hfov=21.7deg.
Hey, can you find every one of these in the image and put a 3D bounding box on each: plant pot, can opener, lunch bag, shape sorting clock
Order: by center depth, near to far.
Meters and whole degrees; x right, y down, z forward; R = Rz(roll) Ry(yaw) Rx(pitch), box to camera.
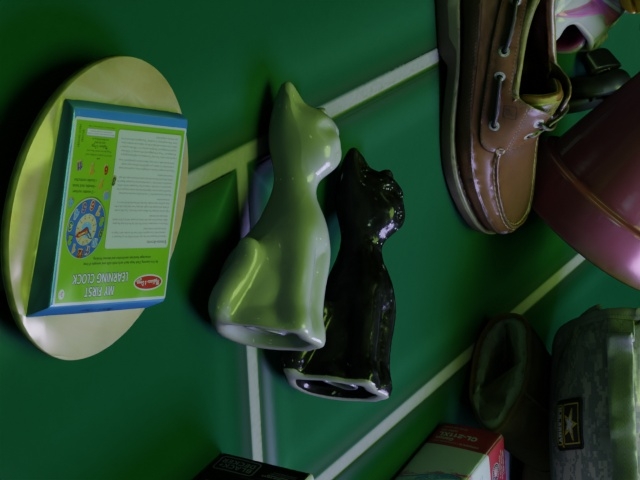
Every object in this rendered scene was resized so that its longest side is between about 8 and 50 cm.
[{"bbox_3d":[-0.148,-0.021,1.110,0.206,0.040,0.206,-33,127,-58],"label":"shape sorting clock"},{"bbox_3d":[0.334,-0.075,1.728,0.180,0.201,0.201,-52,157,19],"label":"plant pot"},{"bbox_3d":[0.326,0.199,1.738,0.287,0.168,0.235,28,61,-67],"label":"lunch bag"},{"bbox_3d":[0.292,-0.165,1.853,0.186,0.073,0.059,-24,158,-53],"label":"can opener"}]

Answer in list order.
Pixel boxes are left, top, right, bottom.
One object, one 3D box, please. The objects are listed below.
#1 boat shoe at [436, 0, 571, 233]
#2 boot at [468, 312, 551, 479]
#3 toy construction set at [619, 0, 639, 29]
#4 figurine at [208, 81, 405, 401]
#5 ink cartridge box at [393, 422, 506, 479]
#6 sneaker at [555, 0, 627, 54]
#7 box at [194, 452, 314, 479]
[{"bbox_3d":[0.181,-0.132,1.598,0.111,0.104,0.307,-49,139,-43],"label":"boat shoe"},{"bbox_3d":[0.225,0.234,1.815,0.269,0.089,0.236,45,47,-57],"label":"boot"},{"bbox_3d":[0.404,-0.250,1.678,0.309,0.257,0.237,-61,152,-51],"label":"toy construction set"},{"bbox_3d":[0.000,0.000,1.352,0.215,0.092,0.209,42,54,-56],"label":"figurine"},{"bbox_3d":[0.117,0.280,1.641,0.175,0.072,0.127,-40,132,-49],"label":"ink cartridge box"},{"bbox_3d":[0.262,-0.248,1.726,0.252,0.103,0.111,-3,102,-52],"label":"sneaker"},{"bbox_3d":[-0.105,0.306,1.238,0.290,0.087,0.169,-37,129,-51],"label":"box"}]
